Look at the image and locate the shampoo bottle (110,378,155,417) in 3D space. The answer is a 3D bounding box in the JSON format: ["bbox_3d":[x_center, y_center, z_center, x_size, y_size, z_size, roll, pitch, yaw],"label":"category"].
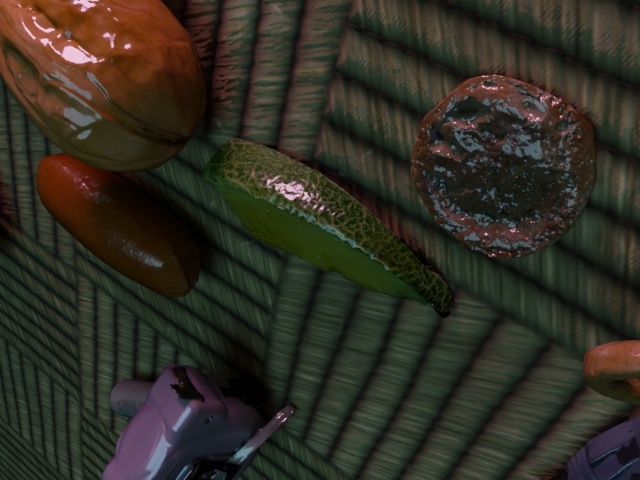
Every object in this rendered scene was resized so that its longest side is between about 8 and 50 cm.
[{"bbox_3d":[-0.222,0.231,0.846,0.195,0.056,0.056,-4,113,38],"label":"shampoo bottle"}]

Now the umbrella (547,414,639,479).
[{"bbox_3d":[0.245,0.165,0.458,0.053,0.052,0.250,43,133,7],"label":"umbrella"}]

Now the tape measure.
[{"bbox_3d":[-0.146,0.243,0.712,0.105,0.178,0.196,42,109,37],"label":"tape measure"}]

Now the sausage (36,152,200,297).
[{"bbox_3d":[-0.230,-0.020,0.680,0.238,0.098,0.098,34,131,18],"label":"sausage"}]

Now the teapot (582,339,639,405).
[{"bbox_3d":[0.299,0.072,0.292,0.311,0.204,0.167,-8,153,29],"label":"teapot"}]

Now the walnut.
[{"bbox_3d":[-0.194,-0.155,0.532,0.206,0.159,0.159,41,133,9],"label":"walnut"}]

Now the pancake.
[{"bbox_3d":[0.129,-0.052,0.437,0.139,0.022,0.140,19,126,27],"label":"pancake"}]

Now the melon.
[{"bbox_3d":[0.001,0.000,0.547,0.261,0.053,0.114,31,138,19],"label":"melon"}]
